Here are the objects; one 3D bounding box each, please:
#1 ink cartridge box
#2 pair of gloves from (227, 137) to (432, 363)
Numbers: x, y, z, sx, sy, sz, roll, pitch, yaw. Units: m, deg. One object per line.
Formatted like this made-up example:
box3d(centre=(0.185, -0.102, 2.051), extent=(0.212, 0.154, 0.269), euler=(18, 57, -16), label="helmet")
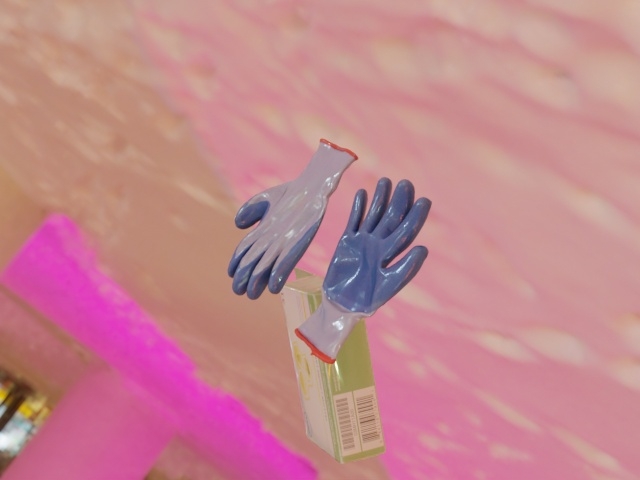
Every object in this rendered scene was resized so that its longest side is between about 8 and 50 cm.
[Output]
box3d(centre=(-0.004, 0.121, 1.250), extent=(0.235, 0.056, 0.171), euler=(-170, 70, -72), label="ink cartridge box")
box3d(centre=(0.000, 0.000, 0.985), extent=(0.198, 0.159, 0.023), euler=(35, -178, 42), label="pair of gloves")
